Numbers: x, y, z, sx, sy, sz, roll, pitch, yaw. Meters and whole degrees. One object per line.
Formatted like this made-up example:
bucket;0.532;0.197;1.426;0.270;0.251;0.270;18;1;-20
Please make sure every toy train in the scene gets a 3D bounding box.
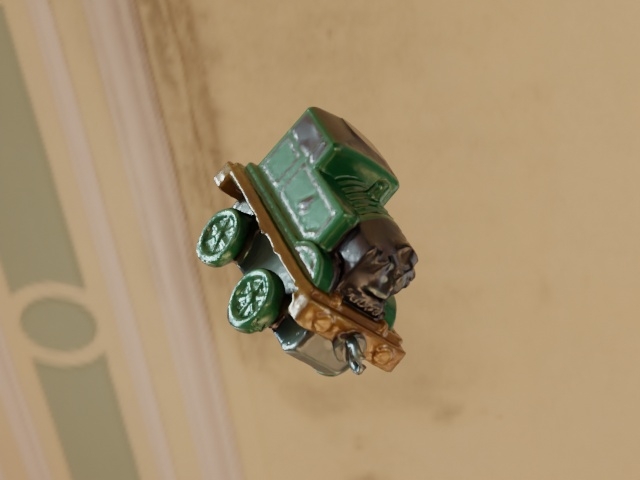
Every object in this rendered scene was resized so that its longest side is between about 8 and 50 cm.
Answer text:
toy train;0.000;0.000;1.086;0.091;0.227;0.136;31;-76;-34
